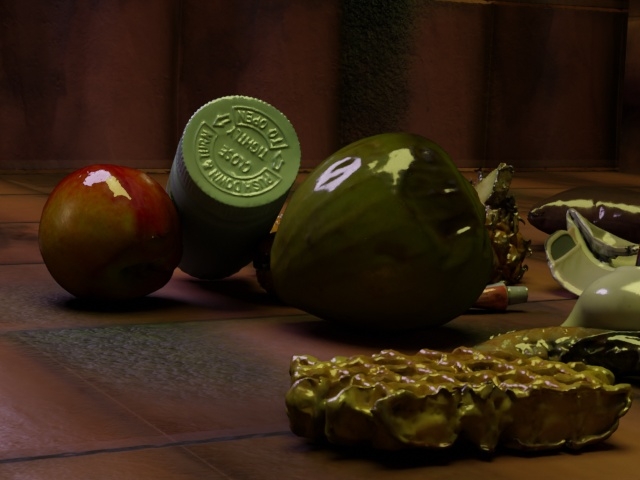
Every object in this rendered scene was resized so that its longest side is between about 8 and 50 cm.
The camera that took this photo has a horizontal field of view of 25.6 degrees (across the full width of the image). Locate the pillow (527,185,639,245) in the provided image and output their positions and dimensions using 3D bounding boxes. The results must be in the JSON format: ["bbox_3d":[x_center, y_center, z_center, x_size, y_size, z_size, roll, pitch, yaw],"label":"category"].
[{"bbox_3d":[0.557,-0.039,2.544,0.305,0.108,0.308,6,8,22],"label":"pillow"}]

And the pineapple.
[{"bbox_3d":[0.272,-0.030,2.124,0.139,0.164,0.250,24,8,-18],"label":"pineapple"}]

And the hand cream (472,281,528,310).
[{"bbox_3d":[0.168,0.079,1.830,0.216,0.038,0.052,-5,-15,-13],"label":"hand cream"}]

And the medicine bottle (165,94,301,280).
[{"bbox_3d":[-0.130,-0.059,1.897,0.158,0.158,0.318,0,-21,-12],"label":"medicine bottle"}]

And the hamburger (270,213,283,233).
[{"bbox_3d":[-0.014,0.001,2.084,0.189,0.093,0.164,-4,0,26],"label":"hamburger"}]

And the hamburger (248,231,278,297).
[{"bbox_3d":[-0.007,0.037,1.876,0.165,0.087,0.137,5,7,13],"label":"hamburger"}]

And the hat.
[{"bbox_3d":[0.448,0.040,2.052,0.219,0.164,0.226,4,46,31],"label":"hat"}]

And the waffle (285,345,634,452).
[{"bbox_3d":[0.110,0.139,1.224,0.309,0.065,0.283,1,4,21],"label":"waffle"}]

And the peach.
[{"bbox_3d":[-0.273,-0.013,1.812,0.197,0.197,0.197,2,7,0],"label":"peach"}]

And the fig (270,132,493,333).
[{"bbox_3d":[0.065,0.006,1.660,0.271,0.239,0.239,-28,2,11],"label":"fig"}]

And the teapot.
[{"bbox_3d":[0.381,0.081,1.624,0.226,0.092,0.145,5,-7,17],"label":"teapot"}]

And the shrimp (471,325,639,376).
[{"bbox_3d":[0.272,0.126,1.446,0.251,0.052,0.143,-3,15,27],"label":"shrimp"}]

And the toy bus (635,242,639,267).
[{"bbox_3d":[0.541,0.046,1.788,0.153,0.143,0.329,10,2,-26],"label":"toy bus"}]
